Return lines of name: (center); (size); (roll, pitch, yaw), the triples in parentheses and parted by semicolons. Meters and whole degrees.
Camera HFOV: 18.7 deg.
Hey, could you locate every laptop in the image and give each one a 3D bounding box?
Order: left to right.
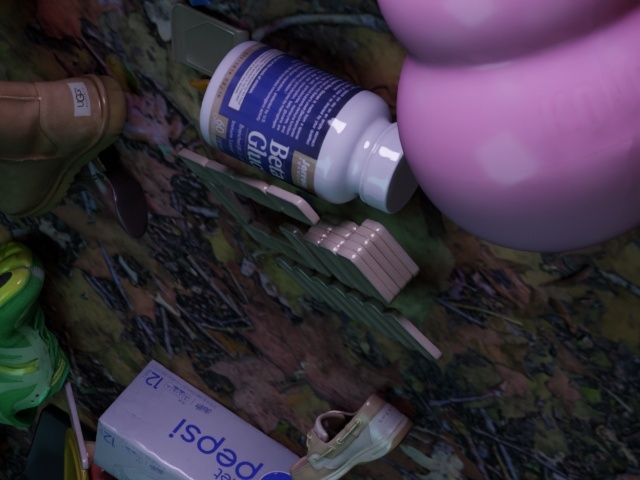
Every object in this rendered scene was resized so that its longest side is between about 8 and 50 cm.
laptop: (-0.226, 0.331, 2.268); (0.234, 0.136, 0.264); (28, 169, 19)

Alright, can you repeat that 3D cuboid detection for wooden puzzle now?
wooden puzzle: (-0.090, -0.161, 1.607); (0.078, 0.014, 0.116); (27, 143, 12)

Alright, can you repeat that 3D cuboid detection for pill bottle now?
pill bottle: (-0.003, -0.085, 1.531); (0.169, 0.094, 0.094); (26, 142, 21)

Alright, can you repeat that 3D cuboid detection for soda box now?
soda box: (-0.090, 0.249, 1.976); (0.286, 0.098, 0.091); (32, 144, 13)

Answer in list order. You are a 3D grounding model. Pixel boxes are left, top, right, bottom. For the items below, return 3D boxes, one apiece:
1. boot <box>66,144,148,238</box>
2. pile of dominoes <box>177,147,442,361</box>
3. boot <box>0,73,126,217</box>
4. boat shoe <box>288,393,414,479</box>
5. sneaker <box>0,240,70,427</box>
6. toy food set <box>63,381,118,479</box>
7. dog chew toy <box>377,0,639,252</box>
boot: (-0.222, -0.045, 1.835); (0.114, 0.037, 0.106); (-9, 108, 44)
pile of dominoes: (0.000, 0.000, 1.632); (0.196, 0.040, 0.251); (49, 168, -29)
boot: (-0.338, -0.091, 1.707); (0.236, 0.269, 0.089); (-40, 60, 47)
boat shoe: (0.019, 0.187, 1.841); (0.059, 0.063, 0.170); (49, 135, -6)
sneaker: (-0.319, 0.102, 2.052); (0.123, 0.109, 0.295); (19, 144, -5)
toy food set: (-0.236, 0.268, 2.116); (0.128, 0.071, 0.218); (-114, 24, -48)
dog chew toy: (0.128, -0.161, 1.247); (0.206, 0.206, 0.332); (4, 123, 41)
